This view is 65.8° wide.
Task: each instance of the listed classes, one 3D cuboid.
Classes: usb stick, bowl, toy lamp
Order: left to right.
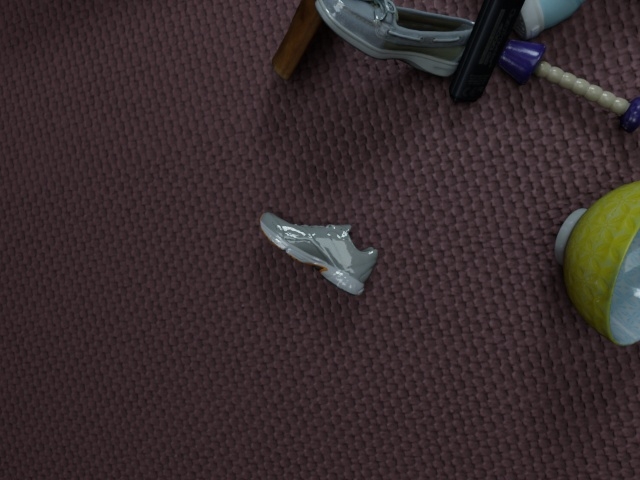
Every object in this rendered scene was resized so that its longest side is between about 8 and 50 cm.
[{"bbox_3d":[0.305,-0.376,0.878,0.278,0.077,0.045,104,148,-42],"label":"usb stick"},{"bbox_3d":[0.461,-0.290,0.911,0.275,0.080,0.080,28,99,10],"label":"toy lamp"},{"bbox_3d":[0.512,0.019,0.864,0.156,0.290,0.289,30,102,51],"label":"bowl"}]

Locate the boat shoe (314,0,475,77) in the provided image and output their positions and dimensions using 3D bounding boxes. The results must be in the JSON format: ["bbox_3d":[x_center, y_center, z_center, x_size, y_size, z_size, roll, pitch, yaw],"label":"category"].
[{"bbox_3d":[0.139,-0.380,0.872,0.103,0.321,0.118,-56,39,38],"label":"boat shoe"}]

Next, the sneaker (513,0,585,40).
[{"bbox_3d":[0.366,-0.562,0.893,0.150,0.135,0.365,-24,100,11],"label":"sneaker"}]

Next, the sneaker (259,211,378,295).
[{"bbox_3d":[0.000,0.000,1.030,0.262,0.099,0.121,32,92,1],"label":"sneaker"}]

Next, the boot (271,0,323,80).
[{"bbox_3d":[-0.001,-0.476,0.973,0.096,0.264,0.280,19,129,-24],"label":"boot"}]
